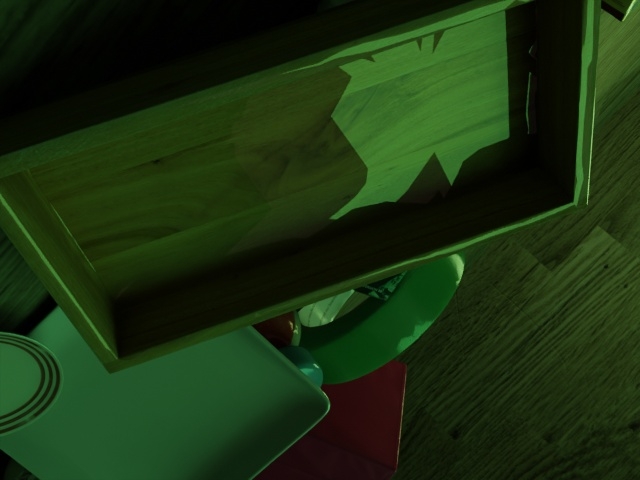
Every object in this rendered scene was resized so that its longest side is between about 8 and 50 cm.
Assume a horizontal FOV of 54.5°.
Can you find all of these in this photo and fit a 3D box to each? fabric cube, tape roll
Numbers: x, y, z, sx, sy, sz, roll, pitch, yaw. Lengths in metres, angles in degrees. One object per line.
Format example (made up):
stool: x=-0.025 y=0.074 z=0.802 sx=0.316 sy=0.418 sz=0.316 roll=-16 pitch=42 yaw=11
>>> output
fabric cube: x=0.001 y=0.373 z=1.282 sx=0.254 sy=0.258 sz=0.259 roll=-76 pitch=-170 yaw=-48
tape roll: x=0.072 y=0.077 z=0.980 sx=0.321 sy=0.077 sz=0.321 roll=-37 pitch=-161 yaw=14

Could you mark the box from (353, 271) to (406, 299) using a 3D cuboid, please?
box: x=0.128 y=-0.111 z=0.799 sx=0.232 sy=0.058 sz=0.322 roll=-88 pitch=-160 yaw=-48

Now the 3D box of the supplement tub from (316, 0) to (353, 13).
supplement tub: x=0.035 y=-0.099 z=0.626 sx=0.191 sy=0.191 sz=0.272 roll=-27 pitch=154 yaw=-43

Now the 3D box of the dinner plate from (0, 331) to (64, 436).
dinner plate: x=-0.314 y=0.134 z=0.575 sx=0.141 sy=0.017 sz=0.141 roll=-16 pitch=130 yaw=-19

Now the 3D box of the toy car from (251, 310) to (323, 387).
toy car: x=-0.159 y=0.115 z=0.737 sx=0.210 sy=0.219 sz=0.238 roll=-46 pitch=132 yaw=5

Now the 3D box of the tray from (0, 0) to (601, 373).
tray: x=-0.005 y=-0.054 z=0.464 sx=0.410 sy=0.076 sz=0.203 roll=-19 pitch=130 yaw=-3

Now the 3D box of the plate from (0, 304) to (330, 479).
plate: x=-0.178 y=0.165 z=0.650 sx=0.278 sy=0.277 sz=0.045 roll=-43 pitch=-167 yaw=6

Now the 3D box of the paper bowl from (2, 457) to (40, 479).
paper bowl: x=-0.299 y=0.315 z=0.833 sx=0.284 sy=0.148 sz=0.284 roll=-37 pitch=157 yaw=-19

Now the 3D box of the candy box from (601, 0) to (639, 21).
candy box: x=0.528 y=-0.459 z=1.048 sx=0.186 sy=0.109 sz=0.053 roll=-39 pitch=160 yaw=-17

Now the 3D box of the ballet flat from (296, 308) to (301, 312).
ballet flat: x=-0.018 y=0.017 z=0.917 sx=0.280 sy=0.095 sz=0.096 roll=-55 pitch=171 yaw=24
